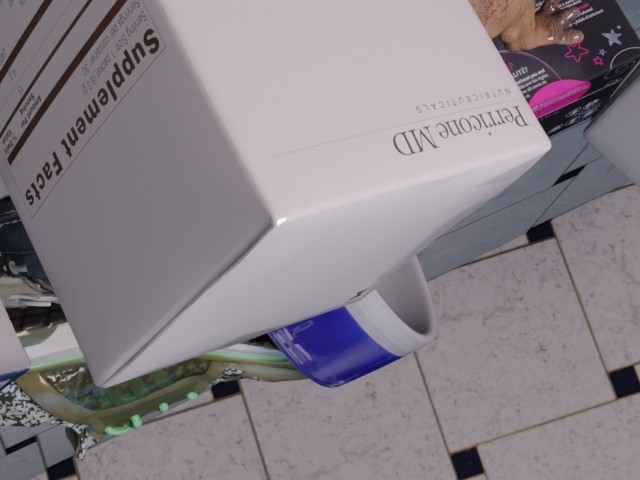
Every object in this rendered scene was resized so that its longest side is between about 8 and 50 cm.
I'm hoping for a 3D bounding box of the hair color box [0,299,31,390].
[{"bbox_3d":[-0.392,0.067,0.942,0.105,0.174,0.347,-36,164,36],"label":"hair color box"}]

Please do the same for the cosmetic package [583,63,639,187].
[{"bbox_3d":[0.531,-0.178,1.275,0.393,0.329,0.327,-45,175,-23],"label":"cosmetic package"}]

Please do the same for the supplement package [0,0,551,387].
[{"bbox_3d":[-0.062,-0.111,0.654,0.177,0.293,0.175,-17,164,-41],"label":"supplement package"}]

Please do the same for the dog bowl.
[{"bbox_3d":[0.000,0.000,1.268,0.104,0.265,0.265,-28,167,15],"label":"dog bowl"}]

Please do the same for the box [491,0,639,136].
[{"bbox_3d":[0.137,-0.152,1.234,0.247,0.142,0.163,-24,168,-10],"label":"box"}]

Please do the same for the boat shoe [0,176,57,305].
[{"bbox_3d":[-0.172,0.002,0.913,0.095,0.079,0.254,-16,175,-13],"label":"boat shoe"}]

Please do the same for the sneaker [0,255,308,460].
[{"bbox_3d":[-0.193,0.121,1.299,0.410,0.158,0.182,4,120,-16],"label":"sneaker"}]

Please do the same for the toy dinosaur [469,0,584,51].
[{"bbox_3d":[0.080,-0.182,0.817,0.127,0.296,0.200,15,-170,25],"label":"toy dinosaur"}]
